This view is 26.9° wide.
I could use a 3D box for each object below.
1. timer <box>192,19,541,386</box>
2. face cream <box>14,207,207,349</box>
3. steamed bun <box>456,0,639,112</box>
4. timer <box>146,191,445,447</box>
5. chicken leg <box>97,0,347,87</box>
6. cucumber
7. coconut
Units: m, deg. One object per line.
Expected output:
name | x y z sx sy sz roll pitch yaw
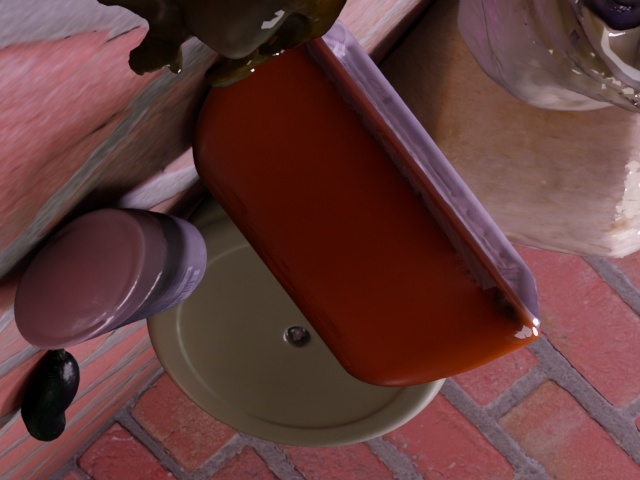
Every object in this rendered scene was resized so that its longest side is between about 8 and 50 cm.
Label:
timer | 0.034 -0.029 0.902 0.161 0.257 0.250 -37 180 -5
face cream | -0.141 0.022 0.972 0.107 0.073 0.269 -49 178 4
steamed bun | 0.238 -0.204 0.884 0.320 0.275 0.206 -58 -159 22
timer | 0.000 0.000 1.355 0.291 0.291 0.315 -45 -162 33
chicken leg | 0.056 -0.164 0.329 0.201 0.152 0.429 -26 174 -42
cucumber | -0.293 0.173 1.448 0.056 0.056 0.284 -43 174 -26
coconut | 0.260 -0.171 1.534 0.415 0.415 0.344 -45 -172 43
